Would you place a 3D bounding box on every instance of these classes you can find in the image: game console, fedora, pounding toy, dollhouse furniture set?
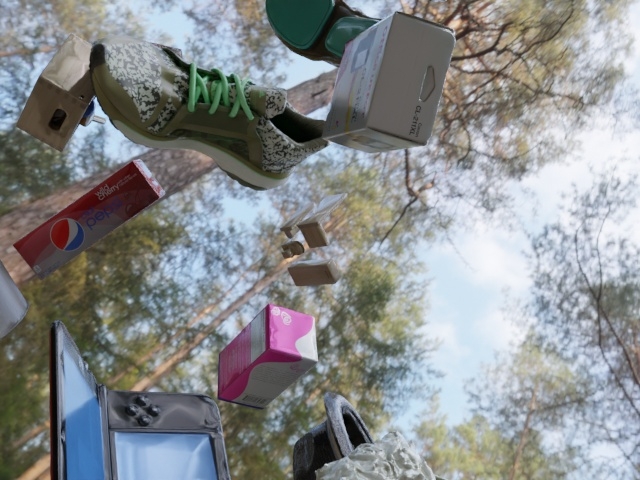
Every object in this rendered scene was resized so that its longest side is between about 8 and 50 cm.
[{"bbox_3d":[-0.091,0.126,0.393,0.124,0.144,0.085,9,-47,-29],"label":"game console"},{"bbox_3d":[0.039,0.478,1.445,0.153,0.334,0.334,-29,-81,6],"label":"fedora"},{"bbox_3d":[-0.351,-0.199,1.038,0.100,0.130,0.141,31,-46,-18],"label":"pounding toy"},{"bbox_3d":[0.000,0.000,1.576,0.144,0.123,0.151,-7,-62,40],"label":"dollhouse furniture set"}]

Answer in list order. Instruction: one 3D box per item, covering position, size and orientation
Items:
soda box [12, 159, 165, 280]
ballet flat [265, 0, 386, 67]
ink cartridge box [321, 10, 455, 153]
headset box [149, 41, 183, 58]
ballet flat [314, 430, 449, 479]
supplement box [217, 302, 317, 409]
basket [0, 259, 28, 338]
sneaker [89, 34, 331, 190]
[{"bbox_3d":[-0.415,-0.041,1.315,0.263,0.092,0.083,-35,-80,0],"label":"soda box"},{"bbox_3d":[0.039,-0.311,1.124,0.342,0.124,0.116,37,-83,44],"label":"ballet flat"},{"bbox_3d":[0.071,-0.171,0.819,0.072,0.175,0.127,14,-90,-15],"label":"ink cartridge box"},{"bbox_3d":[-0.358,-0.405,1.623,0.062,0.083,0.032,-45,-131,46],"label":"headset box"},{"bbox_3d":[0.164,0.325,0.621,0.409,0.147,0.147,45,-55,15],"label":"ballet flat"},{"bbox_3d":[-0.111,0.238,1.468,0.111,0.113,0.220,20,-45,-27],"label":"supplement box"},{"bbox_3d":[-0.485,0.021,0.892,0.154,0.204,0.226,-19,-70,-1],"label":"basket"},{"bbox_3d":[-0.138,-0.206,1.061,0.182,0.410,0.158,-18,-114,37],"label":"sneaker"}]
